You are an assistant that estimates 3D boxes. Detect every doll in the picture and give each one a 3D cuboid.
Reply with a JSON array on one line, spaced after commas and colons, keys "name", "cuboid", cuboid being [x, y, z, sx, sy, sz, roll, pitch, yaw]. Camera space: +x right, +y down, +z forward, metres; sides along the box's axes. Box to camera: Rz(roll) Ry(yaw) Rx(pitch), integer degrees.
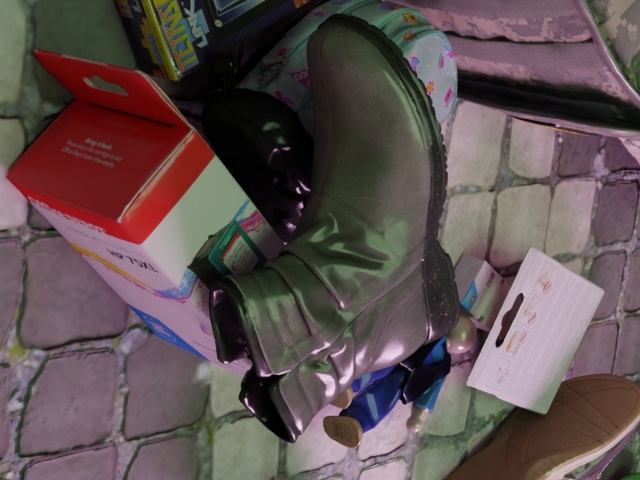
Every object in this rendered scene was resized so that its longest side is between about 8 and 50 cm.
[{"name": "doll", "cuboid": [0.074, 0.115, 1.042, 0.189, 0.046, 0.129, -29, 113, -42]}]

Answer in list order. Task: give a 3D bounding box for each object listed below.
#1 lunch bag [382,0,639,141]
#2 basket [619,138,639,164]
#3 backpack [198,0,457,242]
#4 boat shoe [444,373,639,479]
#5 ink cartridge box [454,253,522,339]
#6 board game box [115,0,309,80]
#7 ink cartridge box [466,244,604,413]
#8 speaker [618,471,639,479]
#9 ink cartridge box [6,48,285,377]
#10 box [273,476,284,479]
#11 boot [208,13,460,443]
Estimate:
[{"name": "lunch bag", "cuboid": [0.177, -0.180, 0.907, 0.169, 0.235, 0.287, -53, 131, -14]}, {"name": "basket", "cuboid": [0.467, -0.176, 1.076, 0.266, 0.331, 0.328, 39, 86, -25]}, {"name": "backpack", "cuboid": [0.011, -0.095, 0.841, 0.182, 0.115, 0.152, -45, 153, -25]}, {"name": "boat shoe", "cuboid": [0.223, 0.239, 1.193, 0.285, 0.103, 0.092, -34, 130, -27]}, {"name": "ink cartridge box", "cuboid": [0.154, 0.055, 1.111, 0.083, 0.028, 0.048, 42, 74, -43]}, {"name": "board game box", "cuboid": [-0.082, -0.214, 0.783, 0.141, 0.048, 0.170, -35, 126, -28]}, {"name": "ink cartridge box", "cuboid": [0.198, 0.086, 1.136, 0.179, 0.045, 0.145, 26, 90, -49]}, {"name": "speaker", "cuboid": [0.419, 0.418, 1.418, 0.131, 0.131, 0.296, -41, 128, -27]}, {"name": "ink cartridge box", "cuboid": [-0.108, -0.012, 0.762, 0.078, 0.134, 0.231, -53, 132, -19]}, {"name": "box", "cuboid": [-0.009, 0.271, 0.974, 0.087, 0.102, 0.101, -51, 131, -17]}, {"name": "boot", "cuboid": [0.000, 0.000, 0.723, 0.161, 0.083, 0.246, -31, 121, -30]}]
